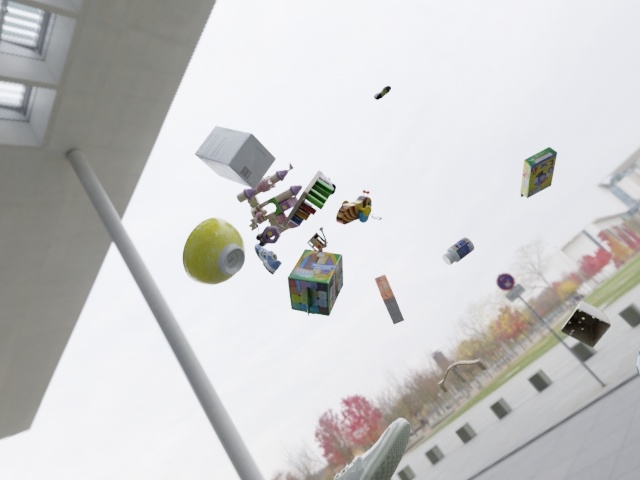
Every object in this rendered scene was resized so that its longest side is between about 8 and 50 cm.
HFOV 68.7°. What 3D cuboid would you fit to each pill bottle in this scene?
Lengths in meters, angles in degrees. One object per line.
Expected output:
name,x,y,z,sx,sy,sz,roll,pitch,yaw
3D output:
pill bottle,0.541,0.044,1.846,0.120,0.067,0.067,-35,-24,-13

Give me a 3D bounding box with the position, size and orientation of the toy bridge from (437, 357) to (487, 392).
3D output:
toy bridge,0.447,0.429,1.518,0.188,0.063,0.026,-46,-7,34

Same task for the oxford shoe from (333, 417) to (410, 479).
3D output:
oxford shoe,0.116,0.717,1.402,0.169,0.130,0.449,34,-92,-49

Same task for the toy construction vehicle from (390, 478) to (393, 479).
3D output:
toy construction vehicle,0.279,0.969,1.821,0.086,0.098,0.035,-64,-4,18

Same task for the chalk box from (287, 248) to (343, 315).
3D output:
chalk box,-0.026,0.193,1.976,0.289,0.179,0.180,-58,-29,-54

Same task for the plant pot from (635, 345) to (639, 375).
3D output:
plant pot,0.938,0.248,1.121,0.290,0.290,0.196,-25,-63,-28

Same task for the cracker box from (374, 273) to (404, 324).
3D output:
cracker box,0.354,0.304,2.404,0.067,0.156,0.232,-22,-46,5

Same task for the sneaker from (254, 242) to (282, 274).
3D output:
sneaker,-0.267,0.083,2.394,0.081,0.211,0.080,-41,-34,2

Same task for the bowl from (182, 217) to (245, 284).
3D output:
bowl,-0.405,0.063,1.929,0.289,0.156,0.290,-27,-53,-44

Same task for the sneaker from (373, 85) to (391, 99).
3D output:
sneaker,0.262,-0.613,1.959,0.083,0.035,0.031,-34,-59,19

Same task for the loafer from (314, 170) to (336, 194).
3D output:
loafer,0.009,-0.268,2.437,0.134,0.130,0.366,-55,3,12

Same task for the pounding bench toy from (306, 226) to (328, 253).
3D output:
pounding bench toy,0.000,0.000,1.713,0.083,0.065,0.052,-48,2,-8

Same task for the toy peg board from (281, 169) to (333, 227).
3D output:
toy peg board,-0.034,-0.119,1.529,0.161,0.079,0.161,-54,4,37

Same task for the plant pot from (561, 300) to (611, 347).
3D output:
plant pot,0.886,0.268,1.561,0.096,0.109,0.109,-37,-30,-50

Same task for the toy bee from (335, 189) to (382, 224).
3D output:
toy bee,0.196,-0.179,2.419,0.298,0.195,0.162,-25,-58,-60

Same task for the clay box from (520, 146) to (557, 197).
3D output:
clay box,0.915,-0.272,1.971,0.127,0.053,0.222,-27,-42,-5

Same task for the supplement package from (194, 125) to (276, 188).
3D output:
supplement package,-0.296,-0.289,1.610,0.134,0.244,0.139,-56,-47,-10

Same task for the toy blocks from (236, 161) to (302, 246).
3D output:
toy blocks,-0.185,-0.169,2.126,0.260,0.289,0.309,-27,6,13
